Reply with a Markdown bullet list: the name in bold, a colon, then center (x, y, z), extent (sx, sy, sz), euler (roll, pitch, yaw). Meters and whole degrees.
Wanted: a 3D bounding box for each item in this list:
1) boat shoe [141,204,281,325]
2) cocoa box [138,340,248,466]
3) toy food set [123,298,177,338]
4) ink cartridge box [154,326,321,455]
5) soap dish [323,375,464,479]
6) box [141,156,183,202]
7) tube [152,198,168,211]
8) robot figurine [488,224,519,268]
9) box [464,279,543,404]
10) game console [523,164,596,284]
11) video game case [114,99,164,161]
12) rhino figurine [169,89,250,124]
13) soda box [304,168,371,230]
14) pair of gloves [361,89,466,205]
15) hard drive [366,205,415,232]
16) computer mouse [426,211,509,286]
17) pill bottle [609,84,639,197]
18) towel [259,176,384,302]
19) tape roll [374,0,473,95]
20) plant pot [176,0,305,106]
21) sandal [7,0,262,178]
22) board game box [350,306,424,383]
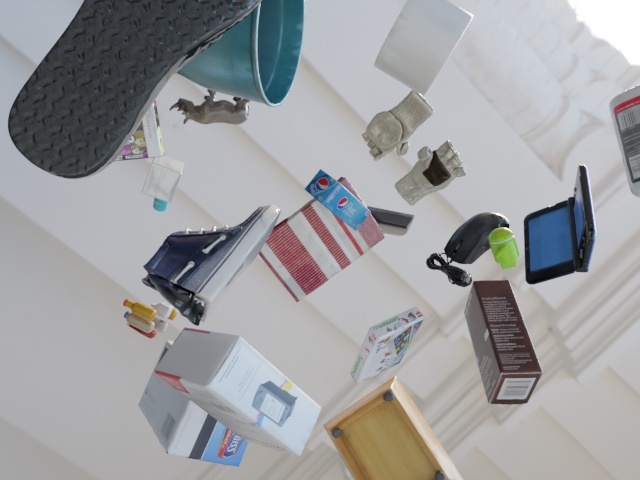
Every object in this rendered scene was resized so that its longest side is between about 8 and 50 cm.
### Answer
- **boat shoe**: center (-0.220, 0.006, 1.156), extent (0.340, 0.158, 0.127), euler (-55, 176, -44)
- **cocoa box**: center (-0.355, 0.475, 1.651), extent (0.347, 0.228, 0.231), euler (13, -102, 59)
- **toy food set**: center (-0.566, 0.247, 1.823), extent (0.111, 0.105, 0.232), euler (-64, 173, 0)
- **ink cartridge box**: center (-0.181, 0.335, 1.239), extent (0.226, 0.306, 0.131), euler (-3, -132, 45)
- **soap dish**: center (0.167, 0.513, 1.345), extent (0.229, 0.291, 0.118), euler (-34, 158, 2)
- **box**: center (-0.454, -0.181, 1.603), extent (0.101, 0.087, 0.102), euler (-110, -138, -63)
- **tube**: center (-0.569, -0.198, 2.024), extent (0.052, 0.080, 0.207), euler (-47, 165, -50)
- **robot figurine**: center (0.492, 0.016, 1.492), extent (0.067, 0.115, 0.101), euler (-15, -166, 25)
- **box**: center (0.602, 0.333, 1.871), extent (0.381, 0.143, 0.191), euler (-91, 180, -46)
- **game console**: center (0.713, -0.047, 1.682), extent (0.173, 0.250, 0.293), euler (0, -129, 17)
- **video game case**: center (-0.513, -0.297, 1.352), extent (0.232, 0.210, 0.042), euler (-5, -167, -2)
- **rhino figurine**: center (-0.329, -0.396, 1.667), extent (0.073, 0.243, 0.106), euler (111, -24, -70)
- **soda box**: center (0.047, -0.099, 1.410), extent (0.071, 0.210, 0.067), euler (40, -88, 32)
- **pair of gloves**: center (0.215, -0.212, 1.328), extent (0.204, 0.240, 0.042), euler (-30, -172, 44)
- **hard drive**: center (0.215, -0.060, 1.847), extent (0.254, 0.172, 0.054), euler (89, 12, -85)
- **computer mouse**: center (0.454, 0.003, 1.676), extent (0.272, 0.072, 0.188), euler (-43, -144, -7)
- **pill bottle**: center (0.799, -0.200, 1.289), extent (0.176, 0.318, 0.176), euler (-10, 173, -1)
- **towel**: center (0.000, 0.000, 1.595), extent (0.329, 0.237, 0.037), euler (-36, -154, -2)
- **tape roll**: center (0.280, -0.547, 1.529), extent (0.246, 0.169, 0.246), euler (-59, 179, -1)
- **plant pot**: center (-0.187, -0.401, 1.025), extent (0.272, 0.255, 0.271), euler (11, 90, -78)
- **sandal**: center (-0.223, -0.275, 0.718), extent (0.446, 0.167, 0.107), euler (-48, -167, -1)
- **board game box**: center (0.220, 0.356, 1.863), extent (0.193, 0.053, 0.305), euler (-19, 146, -27)
